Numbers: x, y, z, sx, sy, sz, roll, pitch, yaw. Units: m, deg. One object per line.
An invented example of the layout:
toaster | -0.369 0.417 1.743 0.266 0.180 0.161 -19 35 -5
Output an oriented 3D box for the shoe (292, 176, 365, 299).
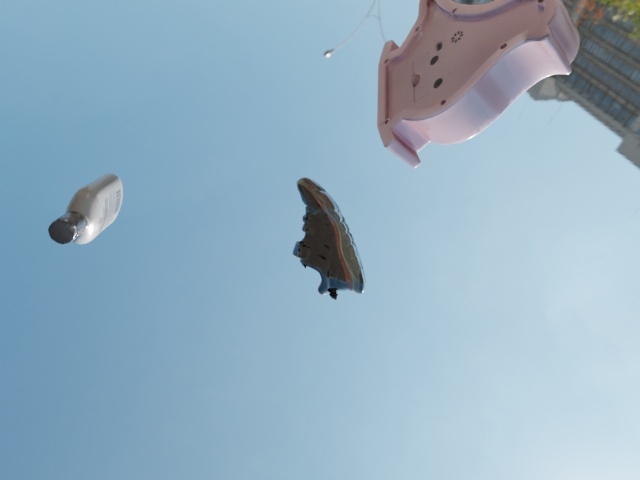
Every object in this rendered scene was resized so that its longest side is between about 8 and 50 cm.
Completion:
shoe | 0.000 0.000 1.066 0.137 0.114 0.291 -22 -89 10

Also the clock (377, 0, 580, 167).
clock | 0.209 -0.286 0.693 0.080 0.275 0.290 28 -130 -37

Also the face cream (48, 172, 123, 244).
face cream | -0.540 -0.063 1.097 0.071 0.144 0.291 15 -160 -10
